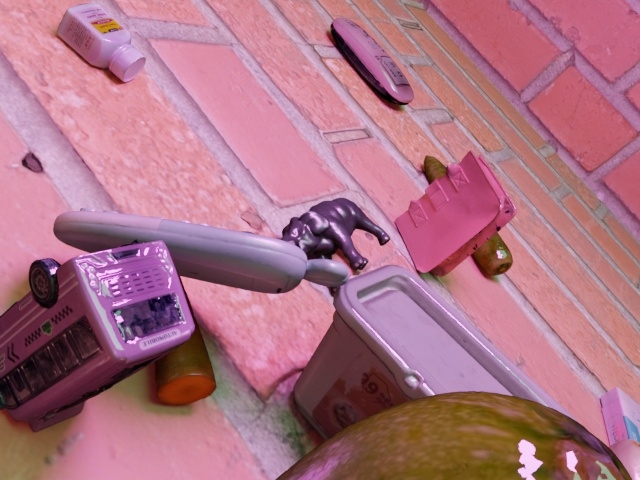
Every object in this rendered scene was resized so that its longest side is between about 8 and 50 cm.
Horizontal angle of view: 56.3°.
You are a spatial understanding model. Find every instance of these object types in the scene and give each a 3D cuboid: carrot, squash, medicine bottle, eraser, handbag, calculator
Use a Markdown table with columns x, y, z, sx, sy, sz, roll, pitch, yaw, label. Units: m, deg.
| x | y | z | sx | sy | sz | roll | pitch | yaw | label |
| --- | --- | --- | --- | --- | --- | --- | --- | --- | --- |
| 0.329 | -0.071 | 1.386 | 0.074 | 0.074 | 0.358 | 10 | 43 | -42 | carrot |
| 0.091 | 0.232 | 0.456 | 0.310 | 0.309 | 0.310 | 25 | 21 | -10 | squash |
| -0.166 | 0.078 | 0.667 | 0.061 | 0.061 | 0.209 | 15 | 37 | -38 | carrot |
| -0.328 | -0.300 | 0.911 | 0.118 | 0.055 | 0.074 | 43 | 31 | -4 | medicine bottle |
| 0.623 | 0.406 | 1.186 | 0.095 | 0.052 | 0.225 | 36 | 34 | -9 | eraser |
| 0.247 | -0.047 | 1.124 | 0.059 | 0.212 | 0.157 | 12 | 45 | -41 | handbag |
| -0.114 | 0.017 | 0.604 | 0.295 | 0.184 | 0.042 | 10 | 79 | -5 | calculator |

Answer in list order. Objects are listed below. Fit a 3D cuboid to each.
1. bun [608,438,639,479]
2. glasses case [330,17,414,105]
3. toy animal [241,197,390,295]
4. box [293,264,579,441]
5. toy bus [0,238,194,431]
| x | y | z | sx | sy | sz | roll | pitch | yaw | label |
| --- | --- | --- | --- | --- | --- | --- | --- | --- | --- |
| 0.527 | 0.442 | 0.966 | 0.229 | 0.145 | 0.229 | 48 | -2 | 2 | bun |
| 0.141 | -0.491 | 1.638 | 0.314 | 0.075 | 0.122 | 53 | 36 | 13 | glasses case |
| 0.005 | 0.008 | 0.918 | 0.137 | 0.082 | 0.269 | 50 | 36 | 13 | toy animal |
| 0.118 | 0.202 | 0.687 | 0.312 | 0.182 | 0.175 | 44 | 31 | 20 | box |
| -0.199 | 0.079 | 0.498 | 0.096 | 0.199 | 0.108 | -15 | 76 | -54 | toy bus |
